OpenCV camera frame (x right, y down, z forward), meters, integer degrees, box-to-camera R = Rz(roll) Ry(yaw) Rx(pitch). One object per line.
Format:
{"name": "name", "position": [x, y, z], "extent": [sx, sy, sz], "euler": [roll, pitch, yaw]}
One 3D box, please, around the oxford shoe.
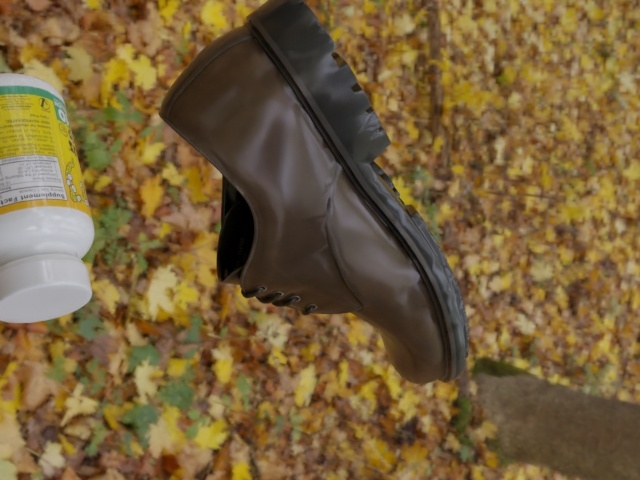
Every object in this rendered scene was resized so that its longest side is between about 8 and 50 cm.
{"name": "oxford shoe", "position": [0.000, 0.000, 0.435], "extent": [0.096, 0.083, 0.227], "euler": [-35, 124, -2]}

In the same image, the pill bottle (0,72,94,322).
{"name": "pill bottle", "position": [-0.274, -0.036, 0.845], "extent": [0.117, 0.117, 0.208], "euler": [7, 58, -49]}
